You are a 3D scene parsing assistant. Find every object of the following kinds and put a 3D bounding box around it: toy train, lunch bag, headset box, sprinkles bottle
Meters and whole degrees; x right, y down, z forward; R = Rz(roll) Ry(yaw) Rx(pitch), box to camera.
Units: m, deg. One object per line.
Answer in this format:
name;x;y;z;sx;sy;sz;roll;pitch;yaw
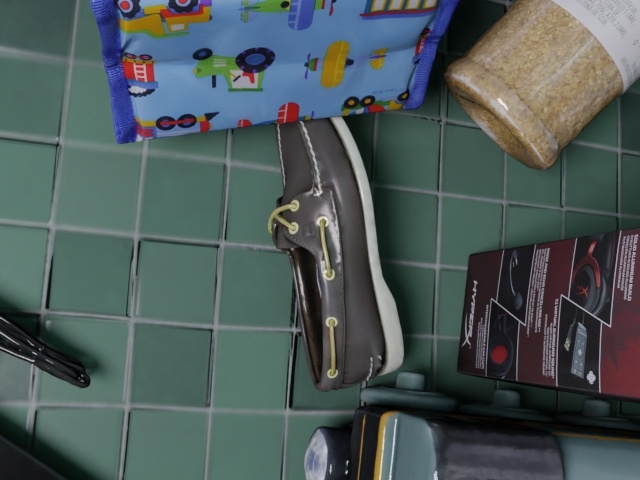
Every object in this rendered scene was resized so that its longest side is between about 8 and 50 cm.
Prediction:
toy train;0.160;0.182;0.527;0.333;0.190;0.142;11;82;-16
lunch bag;-0.057;-0.235;0.520;0.220;0.138;0.293;-9;63;-14
headset box;0.266;0.066;0.520;0.218;0.293;0.110;11;81;-17
sprinkles bottle;0.261;-0.220;0.576;0.121;0.121;0.355;43;96;-9

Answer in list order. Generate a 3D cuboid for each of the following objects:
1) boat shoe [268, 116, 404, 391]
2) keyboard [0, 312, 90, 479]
boat shoe;0.000;0.000;0.552;0.068;0.081;0.228;-16;92;-23
keyboard;-0.261;0.119;0.483;0.317;0.033;0.201;39;81;-11
